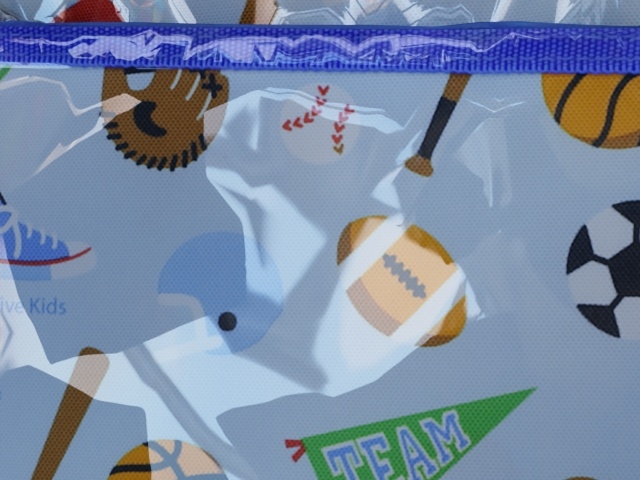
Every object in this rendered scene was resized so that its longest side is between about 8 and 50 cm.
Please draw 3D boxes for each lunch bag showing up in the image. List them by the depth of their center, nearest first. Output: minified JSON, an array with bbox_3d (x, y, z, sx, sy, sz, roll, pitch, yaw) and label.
[{"bbox_3d":[0.000,0.000,0.377,0.115,0.303,0.243,2,91,-80],"label":"lunch bag"}]
